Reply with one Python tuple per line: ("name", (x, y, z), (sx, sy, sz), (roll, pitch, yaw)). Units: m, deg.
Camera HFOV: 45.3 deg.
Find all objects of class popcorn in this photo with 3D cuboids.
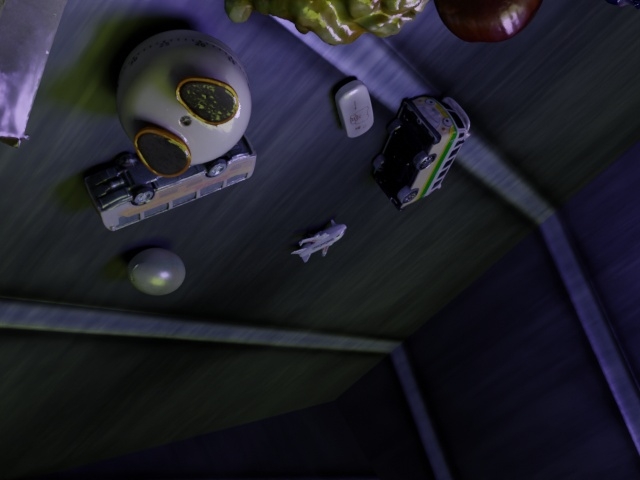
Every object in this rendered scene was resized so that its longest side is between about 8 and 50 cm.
("popcorn", (0.014, -0.434, 1.124), (0.279, 0.335, 0.274), (-64, -176, -22))

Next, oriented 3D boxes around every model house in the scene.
("model house", (-0.449, -0.294, 0.931), (0.169, 0.244, 0.326), (14, 96, -61))

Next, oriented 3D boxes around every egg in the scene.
("egg", (-0.391, 0.074, 1.820), (0.114, 0.114, 0.152), (-43, 152, 24))

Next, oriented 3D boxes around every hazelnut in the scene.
("hazelnut", (0.335, -0.504, 1.493), (0.229, 0.229, 0.229), (-26, 156, -13))

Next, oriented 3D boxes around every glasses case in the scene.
("glasses case", (0.078, -0.297, 1.747), (0.074, 0.049, 0.193), (-31, 158, -4))

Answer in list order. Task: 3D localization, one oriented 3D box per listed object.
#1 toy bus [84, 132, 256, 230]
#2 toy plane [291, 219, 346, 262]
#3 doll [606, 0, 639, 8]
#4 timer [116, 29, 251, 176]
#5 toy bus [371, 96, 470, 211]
("toy bus", (-0.300, -0.132, 1.560), (0.342, 0.097, 0.138), (-24, 162, -20))
("toy plane", (0.000, 0.000, 2.216), (0.171, 0.065, 0.162), (-39, 155, 12))
("doll", (0.631, -0.609, 1.488), (0.284, 0.310, 0.240), (-45, 155, 27))
("timer", (-0.233, -0.253, 1.331), (0.233, 0.240, 0.233), (-5, 129, -7))
("toy bus", (0.266, -0.234, 1.986), (0.179, 0.143, 0.305), (-23, 154, -26))
